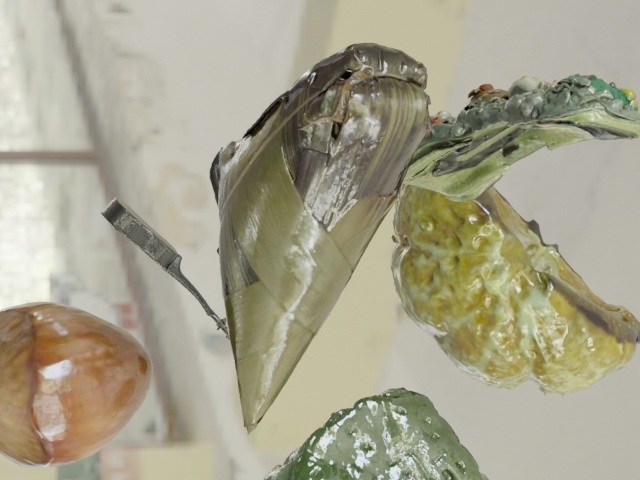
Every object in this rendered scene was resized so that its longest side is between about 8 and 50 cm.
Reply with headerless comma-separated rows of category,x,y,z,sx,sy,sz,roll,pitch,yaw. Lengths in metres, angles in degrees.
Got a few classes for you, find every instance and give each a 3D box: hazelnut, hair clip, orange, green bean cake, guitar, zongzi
hazelnut,-0.283,0.153,1.920,0.214,0.214,0.176,-135,-135,-67
hair clip,0.192,-0.119,1.795,0.321,0.138,0.091,-18,-115,51
orange,0.217,0.057,2.246,0.368,0.210,0.271,48,6,2
green bean cake,0.064,0.289,1.911,0.227,0.222,0.125,52,-23,5
guitar,-0.197,0.044,2.481,0.038,0.271,0.084,-44,-168,1
zongzi,0.000,0.000,1.698,0.289,0.154,0.317,137,-41,-59
